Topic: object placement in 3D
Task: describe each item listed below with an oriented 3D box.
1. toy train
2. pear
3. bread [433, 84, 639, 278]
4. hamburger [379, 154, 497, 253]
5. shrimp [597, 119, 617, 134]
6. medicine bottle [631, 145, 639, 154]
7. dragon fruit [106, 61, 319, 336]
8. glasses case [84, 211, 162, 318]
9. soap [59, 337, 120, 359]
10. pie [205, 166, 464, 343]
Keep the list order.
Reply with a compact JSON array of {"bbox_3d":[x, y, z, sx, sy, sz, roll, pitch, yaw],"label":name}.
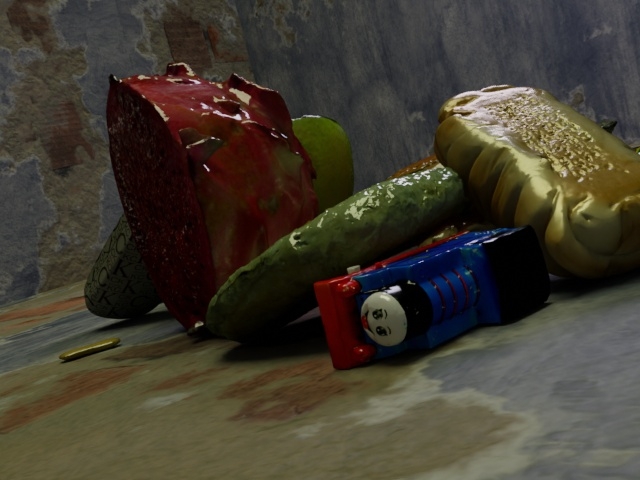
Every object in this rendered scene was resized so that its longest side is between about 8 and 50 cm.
[{"bbox_3d":[0.102,0.047,0.800,0.204,0.083,0.131,-19,8,-42],"label":"toy train"},{"bbox_3d":[-0.087,-0.042,1.621,0.399,0.165,0.399,-23,-24,-11],"label":"pear"},{"bbox_3d":[0.244,-0.069,0.954,0.173,0.121,0.311,-16,37,-14],"label":"bread"},{"bbox_3d":[0.182,-0.044,1.172,0.244,0.163,0.244,-14,8,2],"label":"hamburger"},{"bbox_3d":[0.450,-0.144,1.681,0.272,0.085,0.445,-37,-10,22],"label":"shrimp"},{"bbox_3d":[0.630,-0.142,1.587,0.309,0.076,0.111,-9,16,44],"label":"medicine bottle"},{"bbox_3d":[-0.136,-0.071,1.192,0.249,0.371,0.386,-21,-5,-26],"label":"dragon fruit"},{"bbox_3d":[-0.286,0.014,1.475,0.137,0.085,0.355,7,-44,-38],"label":"glasses case"},{"bbox_3d":[-0.332,0.157,1.259,0.089,0.012,0.034,-16,5,-21],"label":"soap"},{"bbox_3d":[0.026,0.018,0.971,0.323,0.070,0.323,-29,-10,-5],"label":"pie"}]
